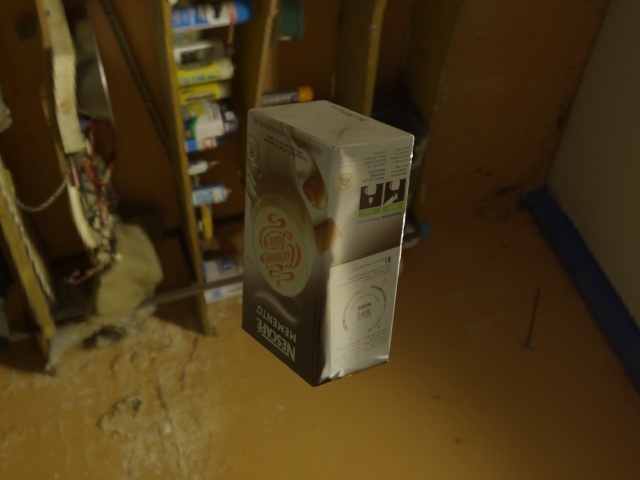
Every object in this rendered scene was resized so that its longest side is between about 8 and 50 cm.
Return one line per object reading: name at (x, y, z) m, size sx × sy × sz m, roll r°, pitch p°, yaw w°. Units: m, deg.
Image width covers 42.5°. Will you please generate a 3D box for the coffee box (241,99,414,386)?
coffee box at (0.000, 0.000, 0.818) m, size 0.141 × 0.098 × 0.246 m, roll 31°, pitch -55°, yaw 47°
